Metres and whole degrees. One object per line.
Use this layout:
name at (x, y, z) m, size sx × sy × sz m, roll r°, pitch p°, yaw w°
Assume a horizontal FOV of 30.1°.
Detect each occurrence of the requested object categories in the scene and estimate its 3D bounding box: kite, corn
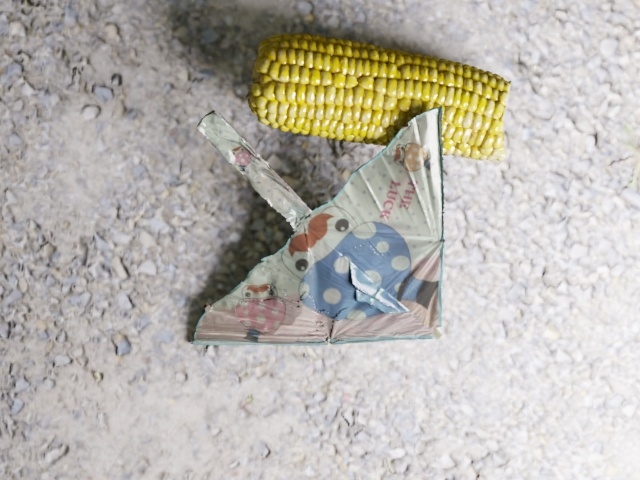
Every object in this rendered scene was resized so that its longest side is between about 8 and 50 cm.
kite at (0.000, 0.000, 1.090) m, size 0.314 × 0.011 × 0.335 m, roll 41°, pitch 109°, yaw -19°
corn at (0.055, -0.130, 1.082) m, size 0.244 × 0.093 × 0.093 m, roll 9°, pitch 94°, yaw -5°
